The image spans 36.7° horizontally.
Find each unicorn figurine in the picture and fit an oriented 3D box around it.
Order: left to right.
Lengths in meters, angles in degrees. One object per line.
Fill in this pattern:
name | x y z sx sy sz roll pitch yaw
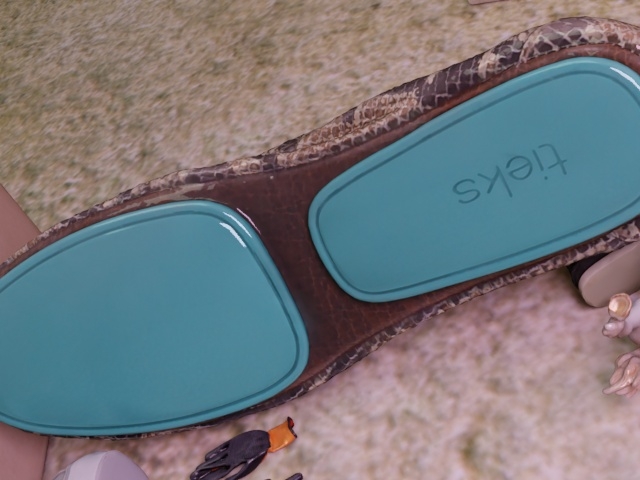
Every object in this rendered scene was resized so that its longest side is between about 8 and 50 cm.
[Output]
unicorn figurine | 0.199 0.011 0.491 0.162 0.111 0.060 -44 62 13

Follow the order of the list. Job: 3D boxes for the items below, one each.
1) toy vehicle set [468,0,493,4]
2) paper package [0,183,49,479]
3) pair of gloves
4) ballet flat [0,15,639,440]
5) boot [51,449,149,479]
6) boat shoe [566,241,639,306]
toy vehicle set | 0.277 -0.293 0.880 0.267 0.035 0.166 1 45 39
paper package | -0.341 0.033 0.681 0.168 0.325 0.309 -24 34 12
pair of gloves | -0.044 0.146 0.584 0.074 0.010 0.083 -29 32 4
ballet flat | 0.000 0.000 0.617 0.482 0.164 0.182 -23 8 20
boot | -0.153 0.229 0.505 0.123 0.095 0.258 -31 24 11
boat shoe | 0.203 -0.011 0.557 0.133 0.049 0.042 -29 41 12
